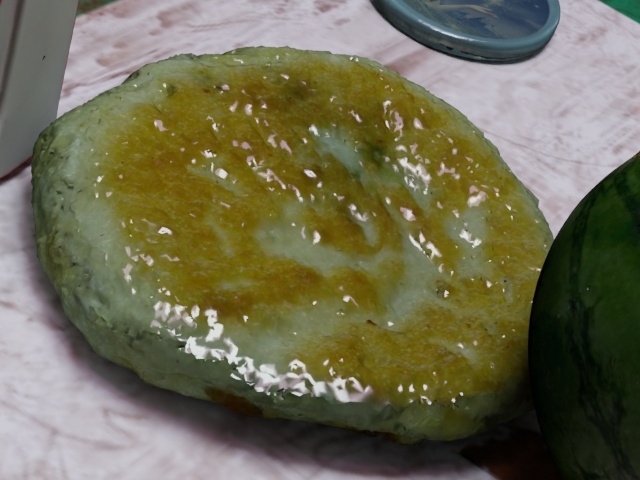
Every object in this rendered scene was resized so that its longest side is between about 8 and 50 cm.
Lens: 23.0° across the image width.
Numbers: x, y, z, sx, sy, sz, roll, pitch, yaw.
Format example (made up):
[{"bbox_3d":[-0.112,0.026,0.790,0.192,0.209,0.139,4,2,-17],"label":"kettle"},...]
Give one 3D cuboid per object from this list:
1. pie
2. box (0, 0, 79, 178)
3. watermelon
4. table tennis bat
[{"bbox_3d":[0.000,0.000,0.863,0.323,0.070,0.323,14,39,-11],"label":"pie"},{"bbox_3d":[-0.303,-0.172,0.737,0.314,0.312,0.300,27,39,9],"label":"box"},{"bbox_3d":[0.220,0.056,0.744,0.242,0.242,0.242,13,36,-9],"label":"watermelon"},{"bbox_3d":[0.133,-0.203,1.215,0.149,0.038,0.237,35,42,21],"label":"table tennis bat"}]
